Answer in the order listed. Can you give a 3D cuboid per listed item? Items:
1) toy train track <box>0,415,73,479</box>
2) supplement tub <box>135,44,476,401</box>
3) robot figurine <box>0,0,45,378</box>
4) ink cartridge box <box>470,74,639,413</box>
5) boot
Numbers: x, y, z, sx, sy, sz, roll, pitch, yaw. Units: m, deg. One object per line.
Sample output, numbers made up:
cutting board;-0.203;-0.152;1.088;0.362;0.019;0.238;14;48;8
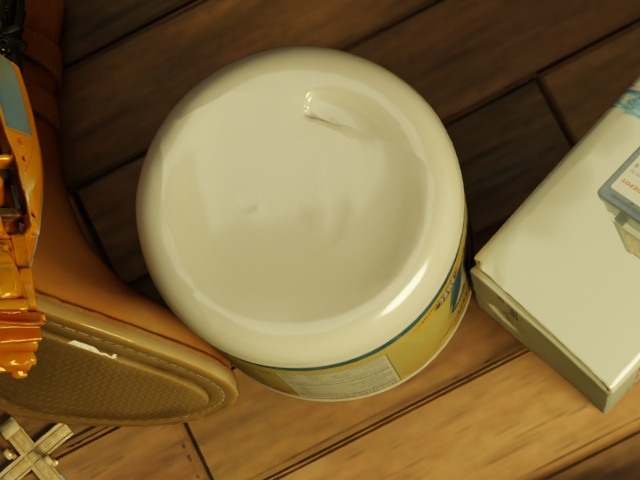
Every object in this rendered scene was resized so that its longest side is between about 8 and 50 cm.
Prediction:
toy train track;-0.141;0.126;1.040;0.048;0.014;0.083;-41;78;0
supplement tub;0.000;0.000;0.944;0.144;0.200;0.144;-1;79;6
robot figurine;-0.224;-0.069;0.916;0.211;0.085;0.291;-5;61;-23
ink cartridge box;0.175;-0.025;0.948;0.212;0.154;0.093;-45;78;-2
boot;-0.161;-0.033;1.035;0.283;0.109;0.220;17;54;-9
